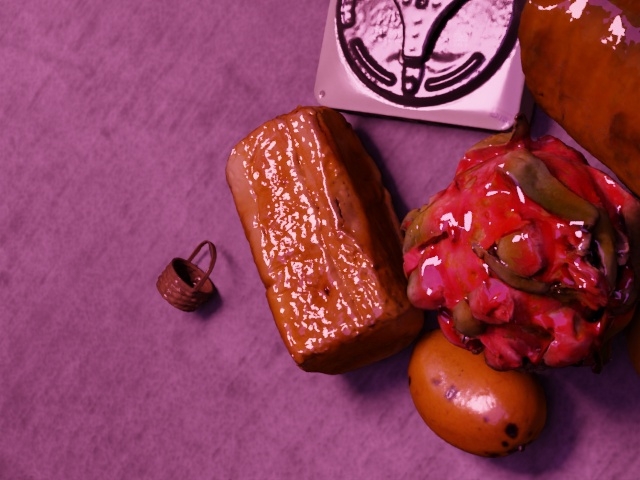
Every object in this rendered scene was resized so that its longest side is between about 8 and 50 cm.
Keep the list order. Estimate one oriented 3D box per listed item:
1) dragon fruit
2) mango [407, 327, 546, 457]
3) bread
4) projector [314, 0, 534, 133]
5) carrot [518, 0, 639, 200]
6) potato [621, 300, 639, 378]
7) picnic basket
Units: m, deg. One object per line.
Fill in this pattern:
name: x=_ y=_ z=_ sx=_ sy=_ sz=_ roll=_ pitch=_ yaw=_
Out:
dragon fruit: x=0.217 y=0.018 z=1.728 sx=0.302 sy=0.231 sz=0.237 roll=12 pitch=72 yaw=58
mango: x=0.165 y=0.170 z=1.845 sx=0.178 sy=0.090 sz=0.115 roll=26 pitch=85 yaw=30
bread: x=0.000 y=0.000 z=1.917 sx=0.166 sy=0.132 sz=0.294 roll=-31 pitch=68 yaw=30
projector: x=0.130 y=-0.262 z=1.907 sx=0.257 sy=0.079 sz=0.259 roll=10 pitch=89 yaw=28
carrot: x=0.380 y=-0.139 z=1.677 sx=0.341 sy=0.241 sz=0.241 roll=47 pitch=106 yaw=18
potato: x=0.438 y=0.149 z=1.678 sx=0.173 sy=0.140 sz=0.300 roll=-51 pitch=58 yaw=13
picnic basket: x=-0.151 y=0.040 z=2.030 sx=0.072 sy=0.072 sz=0.083 roll=46 pitch=111 yaw=23
